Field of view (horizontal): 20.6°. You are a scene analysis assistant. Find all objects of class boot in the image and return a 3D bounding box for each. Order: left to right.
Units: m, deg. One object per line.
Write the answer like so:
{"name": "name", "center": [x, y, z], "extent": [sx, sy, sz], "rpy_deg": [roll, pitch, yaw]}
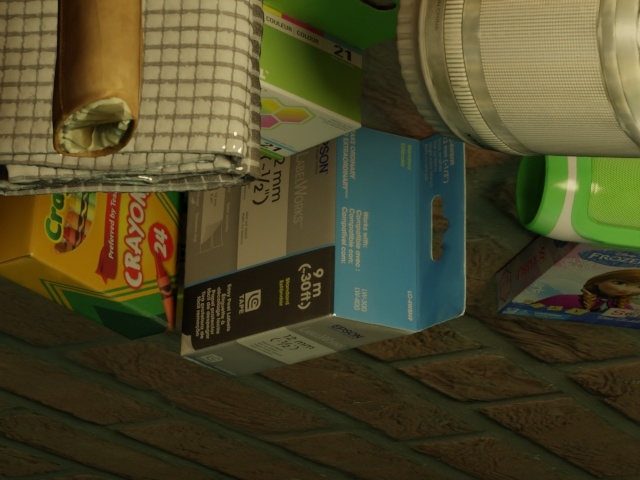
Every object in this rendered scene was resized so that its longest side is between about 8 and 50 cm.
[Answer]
{"name": "boot", "center": [-0.166, -0.231, 1.421], "extent": [0.089, 0.270, 0.236], "rpy_deg": [4, 160, -11]}

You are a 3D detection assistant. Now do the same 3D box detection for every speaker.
{"name": "speaker", "center": [0.386, -0.051, 2.071], "extent": [0.296, 0.131, 0.131], "rpy_deg": [6, 159, -12]}

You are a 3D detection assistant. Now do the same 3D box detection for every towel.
{"name": "towel", "center": [-0.195, -0.162, 1.670], "extent": [0.283, 0.235, 0.121], "rpy_deg": [-2, 165, 10]}

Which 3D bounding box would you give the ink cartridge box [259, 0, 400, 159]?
{"name": "ink cartridge box", "center": [-0.021, -0.183, 1.792], "extent": [0.188, 0.097, 0.255], "rpy_deg": [20, 154, -40]}

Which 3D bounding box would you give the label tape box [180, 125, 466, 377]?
{"name": "label tape box", "center": [0.000, 0.000, 2.059], "extent": [0.347, 0.249, 0.115], "rpy_deg": [-18, 150, 37]}

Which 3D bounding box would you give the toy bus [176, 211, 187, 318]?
{"name": "toy bus", "center": [-0.201, 0.031, 2.310], "extent": [0.332, 0.130, 0.108], "rpy_deg": [-2, 159, 9]}

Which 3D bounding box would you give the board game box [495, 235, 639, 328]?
{"name": "board game box", "center": [0.441, 0.042, 2.407], "extent": [0.318, 0.066, 0.318], "rpy_deg": [6, 159, -13]}

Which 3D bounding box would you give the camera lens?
{"name": "camera lens", "center": [0.231, -0.182, 1.535], "extent": [0.274, 0.219, 0.219], "rpy_deg": [5, 167, 43]}

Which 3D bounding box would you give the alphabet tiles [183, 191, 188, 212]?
{"name": "alphabet tiles", "center": [-0.212, -0.063, 2.259], "extent": [0.237, 0.009, 0.198], "rpy_deg": [-14, 154, 36]}

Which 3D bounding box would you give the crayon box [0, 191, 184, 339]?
{"name": "crayon box", "center": [-0.287, -0.028, 2.067], "extent": [0.081, 0.202, 0.318], "rpy_deg": [-13, 153, 31]}
